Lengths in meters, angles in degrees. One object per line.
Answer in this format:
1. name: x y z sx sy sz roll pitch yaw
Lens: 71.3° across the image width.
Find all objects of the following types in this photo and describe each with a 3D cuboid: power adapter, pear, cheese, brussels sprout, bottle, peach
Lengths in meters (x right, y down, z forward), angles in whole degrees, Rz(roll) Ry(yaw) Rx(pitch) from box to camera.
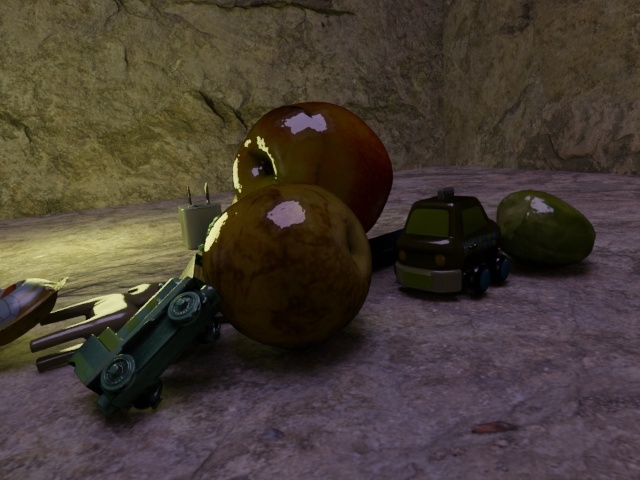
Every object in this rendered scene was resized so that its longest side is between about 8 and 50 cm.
1. power adapter: -0.394 -0.088 1.468 0.129 0.205 0.125 -9 14 -24
2. pear: -0.053 0.038 0.718 0.280 0.281 0.281 -4 13 1
3. cheese: -0.557 0.142 0.757 0.270 0.069 0.177 -32 23 -8
4. brussels sprout: 0.489 -0.024 0.982 0.222 0.162 0.223 10 7 -1
5. bottle: 0.174 0.015 1.119 0.244 0.072 0.082 -15 44 -39
6. peach: -0.011 -0.142 1.057 0.369 0.371 0.370 -4 13 1

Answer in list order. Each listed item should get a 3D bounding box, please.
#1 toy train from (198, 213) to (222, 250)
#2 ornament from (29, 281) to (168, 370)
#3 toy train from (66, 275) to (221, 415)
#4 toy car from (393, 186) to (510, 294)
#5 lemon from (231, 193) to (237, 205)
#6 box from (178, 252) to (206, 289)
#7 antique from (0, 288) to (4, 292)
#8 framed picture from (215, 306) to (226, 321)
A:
1. toy train: -0.312 -0.022 1.369 0.081 0.149 0.099 30 27 18
2. ornament: -0.388 0.136 0.832 0.244 0.062 0.230 -15 15 -26
3. toy train: -0.228 0.129 0.601 0.132 0.083 0.200 25 61 37
4. toy car: 0.268 -0.010 0.923 0.247 0.199 0.204 -14 15 -42
5. lemon: -0.150 -0.082 1.316 0.228 0.229 0.253 -1 25 16
6. box: -0.245 0.108 0.783 0.034 0.132 0.235 34 3 -18
7. antique: -0.747 0.138 0.827 0.283 0.150 0.125 -1 10 -21
8. framed picture: -0.132 0.095 0.913 0.280 0.019 0.209 -9 25 -4
